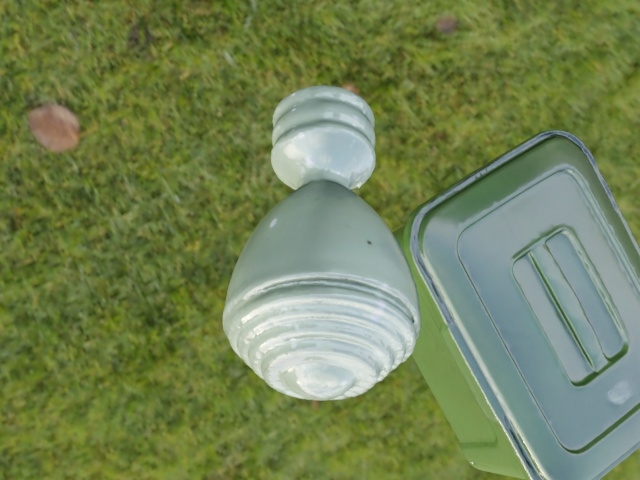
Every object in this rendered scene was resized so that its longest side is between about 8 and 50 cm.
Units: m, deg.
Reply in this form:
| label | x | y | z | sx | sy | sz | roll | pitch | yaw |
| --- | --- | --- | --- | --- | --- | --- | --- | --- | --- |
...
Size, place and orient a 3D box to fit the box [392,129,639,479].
| label | x | y | z | sx | sy | sz | roll | pitch | yaw |
| --- | --- | --- | --- | --- | --- | --- | --- | --- | --- |
| box | 0.210 | 0.082 | 1.227 | 0.252 | 0.329 | 0.178 | -30 | -177 | -29 |

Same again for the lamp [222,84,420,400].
| label | x | y | z | sx | sy | sz | roll | pitch | yaw |
| --- | --- | --- | --- | --- | --- | --- | --- | --- | --- |
| lamp | 0.000 | 0.000 | 0.654 | 0.106 | 0.193 | 0.106 | -1 | 146 | -1 |
